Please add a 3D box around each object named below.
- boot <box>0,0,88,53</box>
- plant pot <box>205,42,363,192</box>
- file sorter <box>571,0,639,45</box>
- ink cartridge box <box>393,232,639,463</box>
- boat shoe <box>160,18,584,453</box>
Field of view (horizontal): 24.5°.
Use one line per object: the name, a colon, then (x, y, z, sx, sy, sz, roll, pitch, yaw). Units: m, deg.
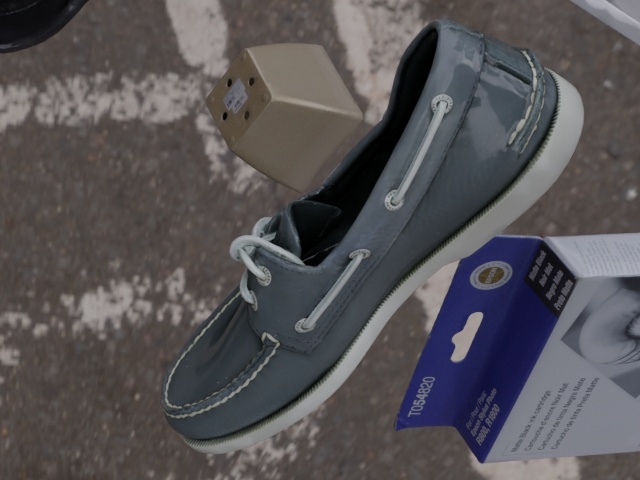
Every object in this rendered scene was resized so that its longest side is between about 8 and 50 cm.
boot: (-0.204, -0.171, 0.857, 0.118, 0.338, 0.222, 25, 28, -31)
plant pot: (-0.044, -0.126, 1.416, 0.096, 0.109, 0.109, 10, 41, -43)
file sorter: (0.351, -0.284, 1.446, 0.278, 0.173, 0.193, 30, 21, -11)
ink cartridge box: (0.186, 0.080, 1.056, 0.224, 0.223, 0.045, -1, 48, -17)
boat shoe: (0.000, 0.000, 0.826, 0.099, 0.319, 0.116, 32, 30, -30)
